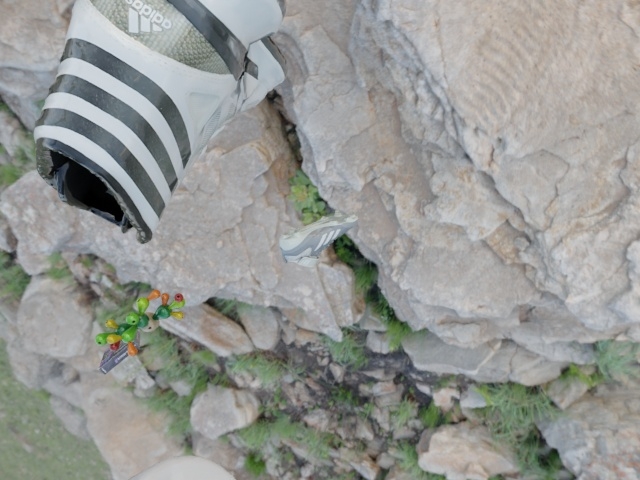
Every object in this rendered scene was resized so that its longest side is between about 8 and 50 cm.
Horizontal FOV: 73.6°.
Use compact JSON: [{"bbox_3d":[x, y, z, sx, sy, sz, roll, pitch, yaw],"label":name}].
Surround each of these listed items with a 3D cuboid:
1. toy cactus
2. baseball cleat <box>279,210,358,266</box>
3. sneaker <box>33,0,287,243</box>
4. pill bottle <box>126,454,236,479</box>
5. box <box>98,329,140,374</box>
[{"bbox_3d":[-0.422,0.202,1.044,0.112,0.219,0.180,51,166,7],"label":"toy cactus"},{"bbox_3d":[0.000,0.000,1.039,0.206,0.072,0.109,-17,113,-15],"label":"baseball cleat"},{"bbox_3d":[-0.171,-0.152,0.468,0.169,0.447,0.257,36,98,-12],"label":"sneaker"},{"bbox_3d":[-0.232,0.374,0.456,0.318,0.176,0.176,-36,100,21],"label":"pill bottle"},{"bbox_3d":[-0.579,0.316,1.244,0.029,0.116,0.162,53,165,-15],"label":"box"}]
